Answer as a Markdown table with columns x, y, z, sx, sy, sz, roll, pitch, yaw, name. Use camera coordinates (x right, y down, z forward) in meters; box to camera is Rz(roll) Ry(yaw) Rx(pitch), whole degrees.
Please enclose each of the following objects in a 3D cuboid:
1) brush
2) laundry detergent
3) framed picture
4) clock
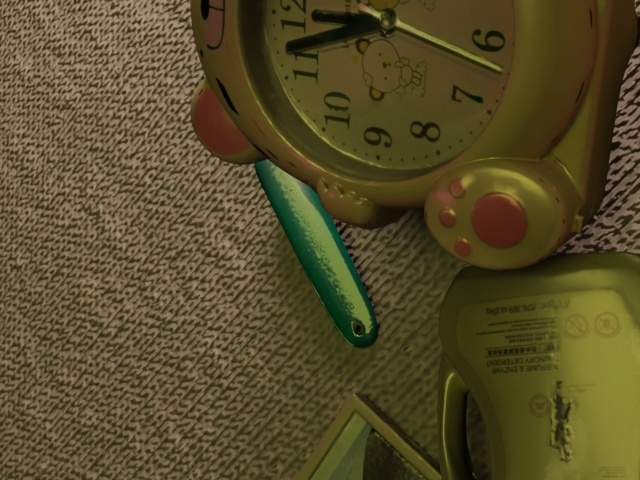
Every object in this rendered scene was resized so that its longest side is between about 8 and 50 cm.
| x | y | z | sx | sy | sz | roll | pitch | yaw | name |
| --- | --- | --- | --- | --- | --- | --- | --- | --- | --- |
| 0.000 | 0.000 | 0.785 | 0.043 | 0.032 | 0.193 | -32 | 76 | 20 | brush |
| 0.157 | 0.140 | 0.610 | 0.181 | 0.091 | 0.253 | -5 | 78 | 31 | laundry detergent |
| 0.023 | 0.242 | 0.724 | 0.150 | 0.015 | 0.203 | 41 | 103 | 32 | framed picture |
| 0.044 | -0.144 | 0.622 | 0.309 | 0.114 | 0.284 | 15 | 116 | 30 | clock |
